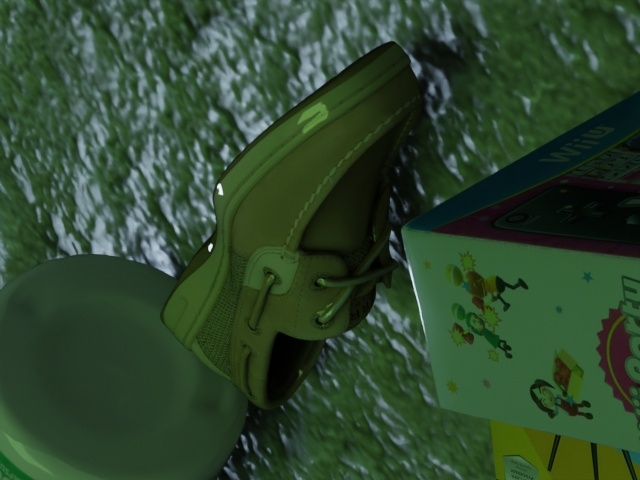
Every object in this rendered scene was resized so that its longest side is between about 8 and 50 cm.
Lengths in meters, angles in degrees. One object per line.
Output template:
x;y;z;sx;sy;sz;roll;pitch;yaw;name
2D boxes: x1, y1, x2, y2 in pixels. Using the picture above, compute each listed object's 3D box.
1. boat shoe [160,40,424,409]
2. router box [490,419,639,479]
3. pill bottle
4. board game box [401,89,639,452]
0.000;0.000;1.106;0.110;0.121;0.341;49;150;10;boat shoe
0.177;0.112;1.020;0.179;0.046;0.133;14;122;43;router box
-0.202;0.190;1.367;0.204;0.204;0.361;48;140;17;pill bottle
0.222;0.008;0.764;0.303;0.224;0.097;6;117;46;board game box
